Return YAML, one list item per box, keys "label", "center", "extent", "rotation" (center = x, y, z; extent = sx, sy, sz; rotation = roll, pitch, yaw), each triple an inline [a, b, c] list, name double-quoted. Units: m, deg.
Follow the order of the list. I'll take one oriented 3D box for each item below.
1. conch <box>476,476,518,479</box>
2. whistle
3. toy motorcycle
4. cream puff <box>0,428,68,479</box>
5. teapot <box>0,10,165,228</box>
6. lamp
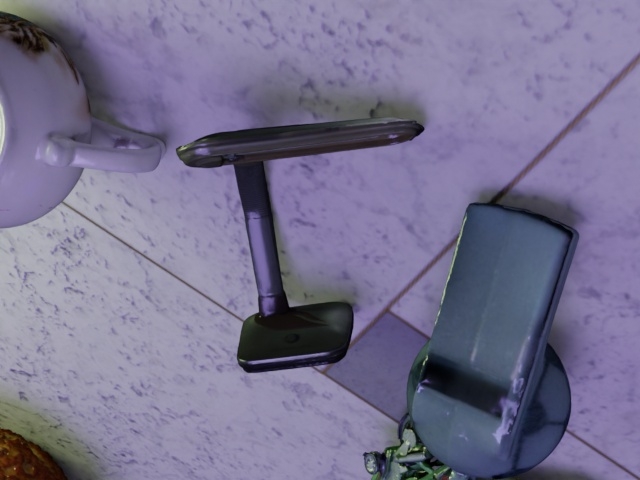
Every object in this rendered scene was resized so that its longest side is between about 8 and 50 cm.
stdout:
- label: "conch"
  center: [0.224, 0.328, 0.947]
  extent: [0.187, 0.124, 0.181]
  rotation: [-39, 96, 14]
- label: "whistle"
  center: [0.164, 0.112, 0.785]
  extent: [0.164, 0.163, 0.289]
  rotation: [17, 99, 12]
- label: "toy motorcycle"
  center: [0.098, 0.287, 0.959]
  extent: [0.106, 0.074, 0.190]
  rotation: [49, 127, 45]
- label: "cream puff"
  center: [-0.513, 0.403, 1.294]
  extent: [0.351, 0.228, 0.350]
  rotation: [20, 149, 13]
- label: "teapot"
  center: [-0.300, -0.110, 0.806]
  extent: [0.298, 0.139, 0.204]
  rotation: [22, 103, 12]
- label: "lamp"
  center: [0.000, -0.006, 0.787]
  extent: [0.203, 0.124, 0.283]
  rotation: [-6, 126, 5]
